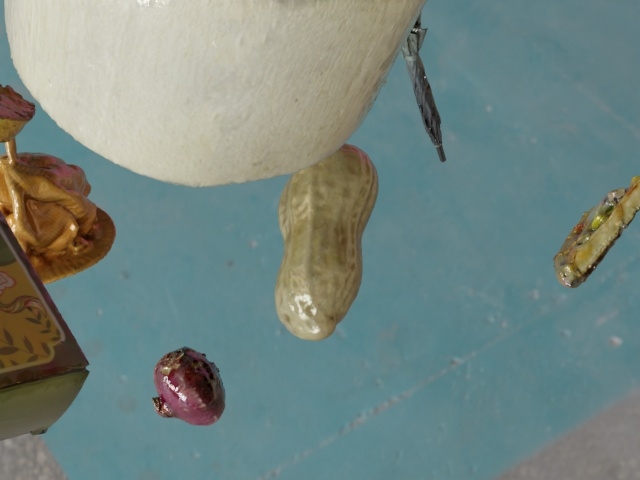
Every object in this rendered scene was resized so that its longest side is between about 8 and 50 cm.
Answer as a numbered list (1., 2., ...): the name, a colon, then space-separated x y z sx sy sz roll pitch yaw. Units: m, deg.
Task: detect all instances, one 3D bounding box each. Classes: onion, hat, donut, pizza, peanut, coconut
1. onion: -0.168 0.188 1.570 0.097 0.107 0.107 -34 63 -15
2. hat: -0.461 -0.084 1.908 0.244 0.233 0.233 28 51 30
3. donut: -0.306 -0.122 1.079 0.108 0.043 0.097 38 20 24
4. pizza: 0.324 -0.021 1.407 0.036 0.176 0.184 39 42 0
5. peanut: 0.000 0.000 1.556 0.124 0.123 0.256 12 76 0
6. coconut: -0.053 -0.169 0.679 0.237 0.266 0.237 11 53 -14

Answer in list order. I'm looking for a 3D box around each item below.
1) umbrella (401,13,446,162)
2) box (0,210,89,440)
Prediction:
1. umbrella: 0.104 -0.181 1.282 0.044 0.269 0.044 -39 45 -11
2. box: -0.508 0.044 1.344 0.373 0.138 0.420 -8 57 -50
